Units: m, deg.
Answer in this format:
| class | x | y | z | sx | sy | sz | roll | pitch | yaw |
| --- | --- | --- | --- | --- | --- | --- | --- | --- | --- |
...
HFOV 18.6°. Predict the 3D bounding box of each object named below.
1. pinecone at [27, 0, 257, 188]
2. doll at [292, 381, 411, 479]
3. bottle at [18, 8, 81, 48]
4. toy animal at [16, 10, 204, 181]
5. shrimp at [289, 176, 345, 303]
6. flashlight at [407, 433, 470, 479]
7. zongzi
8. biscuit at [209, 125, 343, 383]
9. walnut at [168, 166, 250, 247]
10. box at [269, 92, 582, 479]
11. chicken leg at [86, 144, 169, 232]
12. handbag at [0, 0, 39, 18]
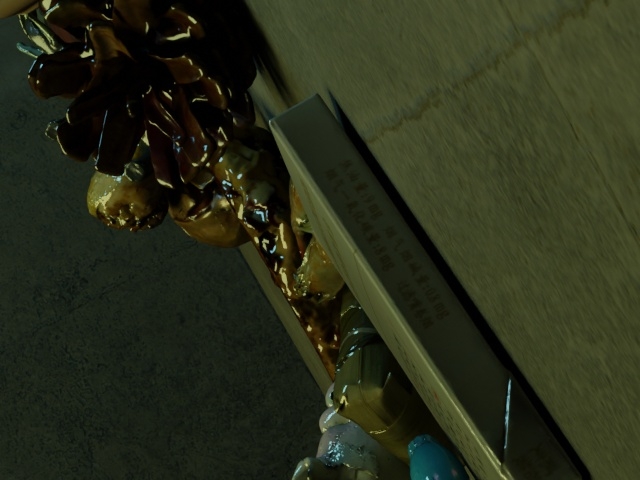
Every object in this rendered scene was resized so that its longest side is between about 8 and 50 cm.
| class | x | y | z | sx | sy | sz | roll | pitch | yaw |
| --- | --- | --- | --- | --- | --- | --- | --- | --- | --- |
| pinecone | -0.156 | -0.151 | 1.711 | 0.229 | 0.202 | 0.201 | 68 | -158 | -53 |
| doll | 0.061 | 0.200 | 1.836 | 0.149 | 0.095 | 0.192 | 32 | -134 | -13 |
| bottle | -0.235 | -0.262 | 2.149 | 0.156 | 0.143 | 0.271 | 49 | 167 | -22 |
| toy animal | -0.225 | -0.151 | 2.002 | 0.269 | 0.082 | 0.137 | 34 | -152 | 7 |
| shrimp | 0.000 | 0.000 | 1.741 | 0.101 | 0.042 | 0.190 | 54 | 155 | 23 |
| flashlight | 0.092 | 0.186 | 1.461 | 0.051 | 0.051 | 0.129 | 63 | 179 | -31 |
| zongzi | 0.073 | 0.116 | 1.777 | 0.160 | 0.078 | 0.176 | 48 | -154 | -37 |
| biscuit | -0.018 | 0.019 | 1.981 | 0.289 | 0.081 | 0.334 | 61 | 178 | 45 |
| walnut | -0.110 | -0.058 | 2.220 | 0.137 | 0.137 | 0.245 | 61 | 166 | -8 |
| box | 0.085 | 0.078 | 1.446 | 0.365 | 0.051 | 0.204 | 57 | 175 | 29 |
| chicken leg | -0.182 | -0.114 | 2.128 | 0.087 | 0.251 | 0.107 | 14 | -153 | -27 |
| handbag | -0.340 | -0.372 | 1.996 | 0.283 | 0.149 | 0.302 | -29 | 93 | 49 |
